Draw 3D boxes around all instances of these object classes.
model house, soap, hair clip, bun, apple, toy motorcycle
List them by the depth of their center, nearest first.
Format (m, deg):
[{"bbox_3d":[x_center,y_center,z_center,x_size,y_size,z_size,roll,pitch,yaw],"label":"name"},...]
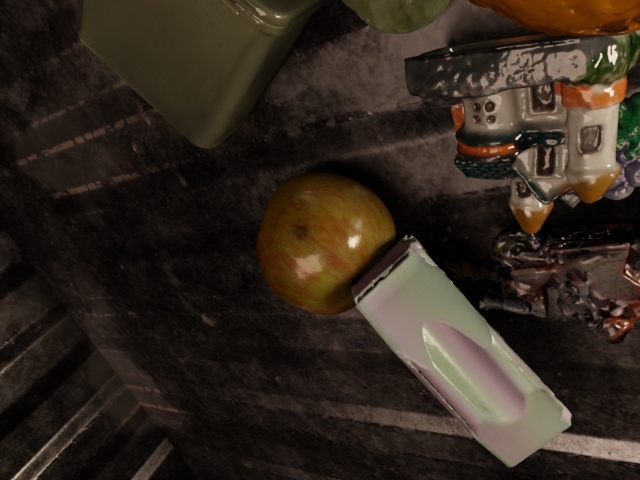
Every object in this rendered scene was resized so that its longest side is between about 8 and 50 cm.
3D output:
[{"bbox_3d":[0.275,-0.128,0.751,0.271,0.190,0.301,5,120,34],"label":"model house"},{"bbox_3d":[0.094,-0.375,0.752,0.195,0.118,0.196,18,135,19],"label":"bun"},{"bbox_3d":[0.416,-0.123,0.792,0.124,0.052,0.195,39,134,17],"label":"hair clip"},{"bbox_3d":[0.378,0.065,0.916,0.400,0.134,0.207,1,119,34],"label":"toy motorcycle"},{"bbox_3d":[0.249,0.195,1.003,0.156,0.261,0.446,-41,100,8],"label":"soap"},{"bbox_3d":[0.000,0.000,1.045,0.264,0.264,0.265,20,134,21],"label":"apple"}]

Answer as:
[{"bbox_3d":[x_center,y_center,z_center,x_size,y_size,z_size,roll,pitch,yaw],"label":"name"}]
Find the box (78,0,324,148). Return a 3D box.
[{"bbox_3d":[-0.221,-0.387,0.927,0.352,0.177,0.344,42,140,-3],"label":"box"}]

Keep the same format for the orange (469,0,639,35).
[{"bbox_3d":[0.262,-0.372,0.505,0.340,0.293,0.341,24,153,13],"label":"orange"}]
